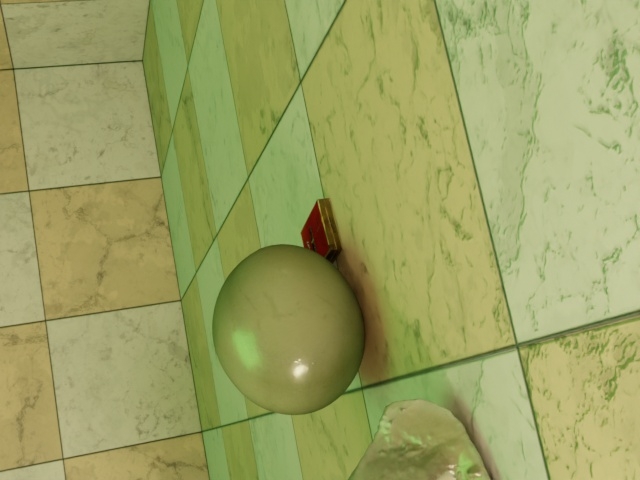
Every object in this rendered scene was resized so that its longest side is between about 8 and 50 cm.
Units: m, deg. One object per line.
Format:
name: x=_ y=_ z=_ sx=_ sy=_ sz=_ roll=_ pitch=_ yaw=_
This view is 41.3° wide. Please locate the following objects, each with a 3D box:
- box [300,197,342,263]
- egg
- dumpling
box: x=0.000 y=0.000 z=1.350 sx=0.133 sy=0.023 sz=0.090 roll=121 pitch=140 yaw=-64
egg: x=-0.047 y=0.125 z=1.223 sx=0.269 sy=0.219 sz=0.219 roll=-118 pitch=26 yaw=-52
dumpling: x=0.113 y=0.330 z=0.931 sx=0.226 sy=0.175 sz=0.244 roll=14 pitch=129 yaw=41
